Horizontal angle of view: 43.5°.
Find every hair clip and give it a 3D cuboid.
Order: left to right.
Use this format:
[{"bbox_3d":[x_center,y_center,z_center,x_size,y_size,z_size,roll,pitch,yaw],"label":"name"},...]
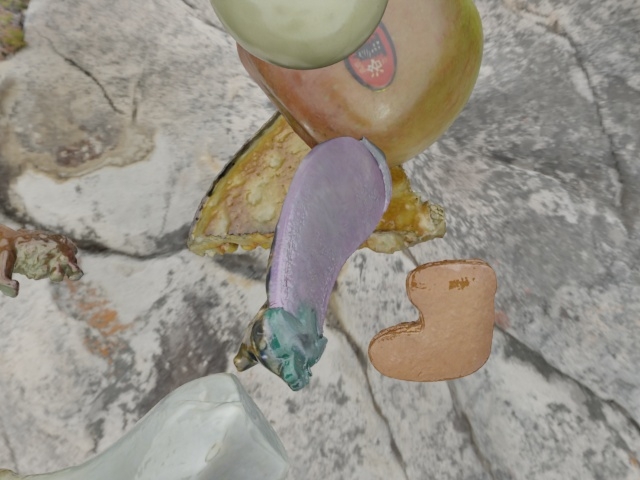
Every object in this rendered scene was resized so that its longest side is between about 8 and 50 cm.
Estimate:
[{"bbox_3d":[-0.001,-0.002,0.869,0.110,0.359,0.096,26,144,2],"label":"hair clip"}]

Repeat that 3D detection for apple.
[{"bbox_3d":[0.067,-0.270,1.108,0.305,0.338,0.338,-40,93,1],"label":"apple"}]

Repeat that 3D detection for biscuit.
[{"bbox_3d":[0.164,0.120,1.182,0.186,0.036,0.192,0,108,-2],"label":"biscuit"}]

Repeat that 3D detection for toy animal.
[{"bbox_3d":[-0.538,0.005,1.296,0.312,0.158,0.097,27,135,0],"label":"toy animal"}]

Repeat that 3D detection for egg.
[{"bbox_3d":[-0.027,-0.279,0.802,0.186,0.186,0.242,-30,55,8],"label":"egg"}]

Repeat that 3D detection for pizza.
[{"bbox_3d":[0.025,-0.071,1.342,0.406,0.130,0.440,34,77,28],"label":"pizza"}]

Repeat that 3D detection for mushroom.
[{"bbox_3d":[-0.149,0.194,0.621,0.270,0.103,0.118,-26,113,14],"label":"mushroom"}]
